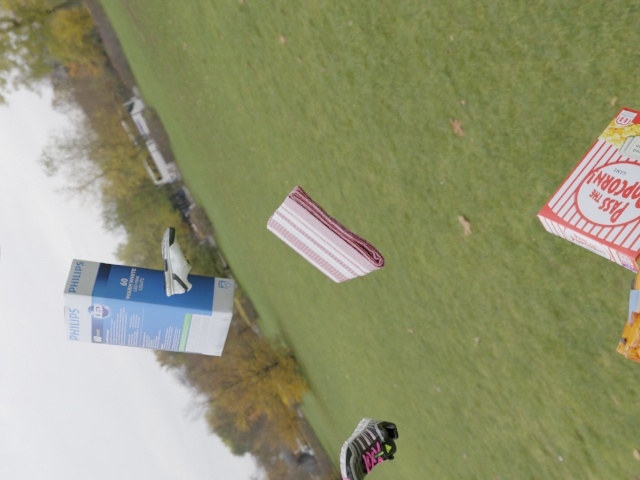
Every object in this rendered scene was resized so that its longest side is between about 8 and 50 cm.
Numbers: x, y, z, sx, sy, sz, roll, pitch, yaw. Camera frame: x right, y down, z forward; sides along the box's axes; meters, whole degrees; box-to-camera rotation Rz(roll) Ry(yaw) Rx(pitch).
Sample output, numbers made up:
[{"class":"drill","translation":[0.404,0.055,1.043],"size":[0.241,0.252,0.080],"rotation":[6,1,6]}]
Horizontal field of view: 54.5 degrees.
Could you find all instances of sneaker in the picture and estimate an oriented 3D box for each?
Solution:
[{"class":"sneaker","translation":[-0.222,0.032,0.962],"size":[0.040,0.044,0.109],"rotation":[144,121,-69]},{"class":"sneaker","translation":[0.088,0.357,1.053],"size":[0.170,0.075,0.063],"rotation":[-38,-66,-63]}]

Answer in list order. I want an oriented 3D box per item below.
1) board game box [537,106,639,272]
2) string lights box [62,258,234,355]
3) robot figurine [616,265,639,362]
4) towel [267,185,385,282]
[{"class":"board game box","translation":[0.402,-0.069,0.801],"size":[0.045,0.193,0.147],"rotation":[41,176,-42]},{"class":"string lights box","translation":[-0.282,0.116,1.031],"size":[0.133,0.260,0.076],"rotation":[112,161,-45]},{"class":"robot figurine","translation":[0.448,0.016,0.664],"size":[0.211,0.291,0.085],"rotation":[20,-175,8]},{"class":"towel","translation":[0.000,0.000,1.368],"size":[0.237,0.037,0.329],"rotation":[39,164,-5]}]
